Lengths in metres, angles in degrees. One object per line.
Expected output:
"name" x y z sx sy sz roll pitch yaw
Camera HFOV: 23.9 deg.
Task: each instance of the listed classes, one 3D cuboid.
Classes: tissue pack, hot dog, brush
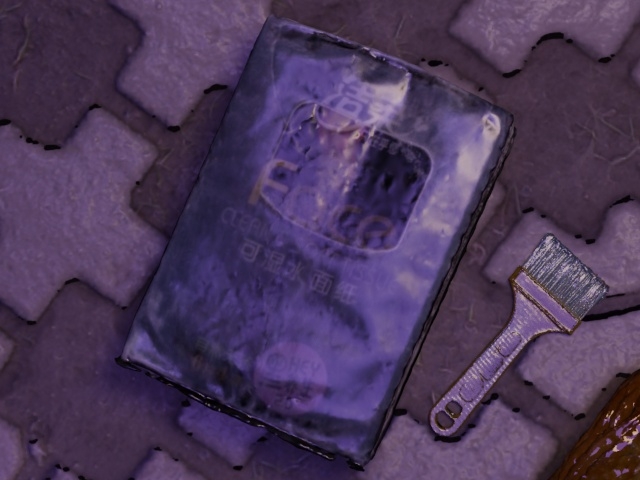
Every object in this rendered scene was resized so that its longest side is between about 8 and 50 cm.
"tissue pack" 0.000 0.000 1.406 0.259 0.122 0.361 25 91 7
"hot dog" 0.307 0.231 1.383 0.175 0.114 0.259 39 89 5
"brush" 0.179 0.100 1.446 0.082 0.010 0.218 41 90 4
